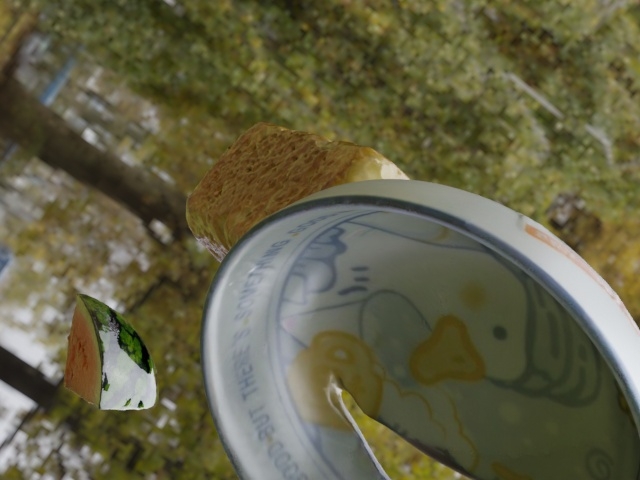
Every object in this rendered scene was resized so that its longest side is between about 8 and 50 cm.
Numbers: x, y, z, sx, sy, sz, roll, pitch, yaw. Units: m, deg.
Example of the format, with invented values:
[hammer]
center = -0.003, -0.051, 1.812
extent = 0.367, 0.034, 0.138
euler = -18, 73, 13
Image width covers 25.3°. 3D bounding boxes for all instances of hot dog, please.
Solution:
[hot dog]
center = 0.001, -0.002, 1.712
extent = 0.185, 0.223, 0.405
euler = -47, -157, -9

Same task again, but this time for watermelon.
[watermelon]
center = -0.224, 0.119, 1.435
extent = 0.094, 0.135, 0.125
euler = -28, 170, 22

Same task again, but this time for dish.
[dish]
center = 0.080, 0.076, 0.785
extent = 0.273, 0.273, 0.134
euler = -38, 179, 43
